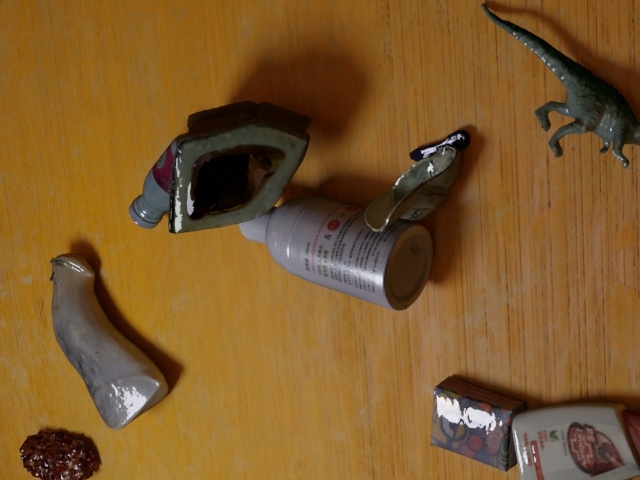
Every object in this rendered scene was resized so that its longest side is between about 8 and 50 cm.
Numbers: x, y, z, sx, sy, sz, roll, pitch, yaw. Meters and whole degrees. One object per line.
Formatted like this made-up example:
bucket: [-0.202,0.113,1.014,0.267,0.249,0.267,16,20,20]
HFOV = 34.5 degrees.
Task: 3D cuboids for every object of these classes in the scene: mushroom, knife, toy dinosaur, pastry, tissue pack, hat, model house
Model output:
mushroom: [-0.475,0.204,2.199,0.397,0.126,0.177,50,117,18]
knife: [0.185,-0.147,1.632,0.121,0.018,0.031,-14,100,41]
toy dinosaur: [0.332,-0.193,1.452,0.383,0.076,0.129,40,91,17]
pastry: [-0.614,0.509,2.406,0.209,0.115,0.097,2,115,37]
tissue pack: [0.252,0.296,1.667,0.148,0.060,0.108,15,112,37]
hat: [0.149,-0.067,1.603,0.081,0.166,0.122,54,156,-13]
model house: [-0.135,-0.151,1.772,0.268,0.239,0.173,-10,115,8]

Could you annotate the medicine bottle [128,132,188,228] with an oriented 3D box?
medicine bottle: [-0.292,-0.109,1.985,0.217,0.090,0.090,-44,73,38]

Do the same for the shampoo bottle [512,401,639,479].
shampoo bottle: [0.425,0.308,1.515,0.284,0.071,0.153,-15,82,36]

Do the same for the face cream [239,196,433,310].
face cream: [0.000,0.000,1.743,0.370,0.145,0.145,18,112,37]
